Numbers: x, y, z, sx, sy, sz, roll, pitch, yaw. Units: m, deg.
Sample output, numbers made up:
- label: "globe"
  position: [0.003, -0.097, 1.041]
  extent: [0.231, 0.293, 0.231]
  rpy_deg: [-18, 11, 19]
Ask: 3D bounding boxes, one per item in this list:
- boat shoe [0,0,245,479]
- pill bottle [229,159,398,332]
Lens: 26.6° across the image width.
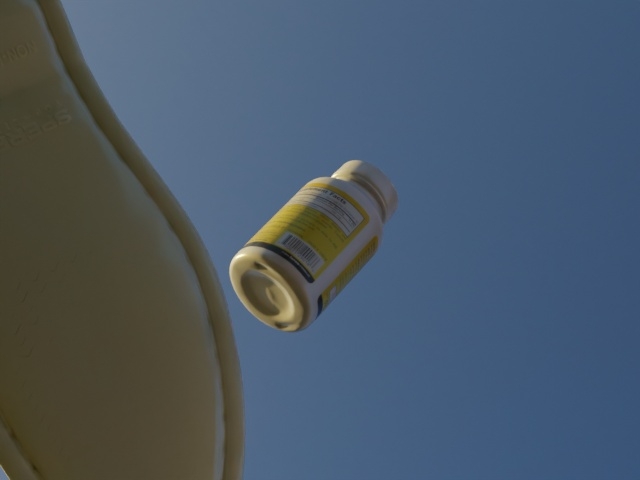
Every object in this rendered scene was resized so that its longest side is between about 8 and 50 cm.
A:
- label: "boat shoe"
  position: [-0.123, -0.005, 0.552]
  extent: [0.305, 0.109, 0.091]
  rpy_deg: [66, -27, 2]
- label: "pill bottle"
  position: [0.000, 0.000, 0.867]
  extent: [0.065, 0.116, 0.065]
  rpy_deg: [27, -38, 24]
